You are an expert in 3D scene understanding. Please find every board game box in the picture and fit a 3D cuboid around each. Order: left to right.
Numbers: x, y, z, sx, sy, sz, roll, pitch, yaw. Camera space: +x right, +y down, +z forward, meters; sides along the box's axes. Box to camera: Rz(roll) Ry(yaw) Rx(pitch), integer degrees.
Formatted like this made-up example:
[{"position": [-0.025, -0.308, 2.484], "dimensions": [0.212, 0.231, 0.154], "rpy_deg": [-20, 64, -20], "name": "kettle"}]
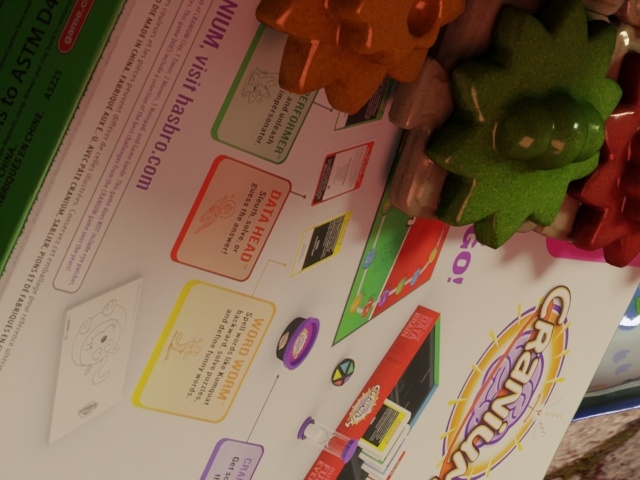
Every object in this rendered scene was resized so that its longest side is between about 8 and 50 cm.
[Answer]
[{"position": [0.000, 0.000, 0.646], "dimensions": [0.316, 0.064, 0.242], "rpy_deg": [21, 96, -51], "name": "board game box"}]

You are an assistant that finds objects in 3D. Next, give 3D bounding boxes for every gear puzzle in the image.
[{"position": [0.105, -0.074, 0.627], "dimensions": [0.339, 0.044, 0.175], "rpy_deg": [8, 106, -50], "name": "gear puzzle"}]

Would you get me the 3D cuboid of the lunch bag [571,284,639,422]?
[{"position": [0.114, 0.037, 0.892], "dimensions": [0.129, 0.096, 0.151], "rpy_deg": [-9, 163, -29], "name": "lunch bag"}]
